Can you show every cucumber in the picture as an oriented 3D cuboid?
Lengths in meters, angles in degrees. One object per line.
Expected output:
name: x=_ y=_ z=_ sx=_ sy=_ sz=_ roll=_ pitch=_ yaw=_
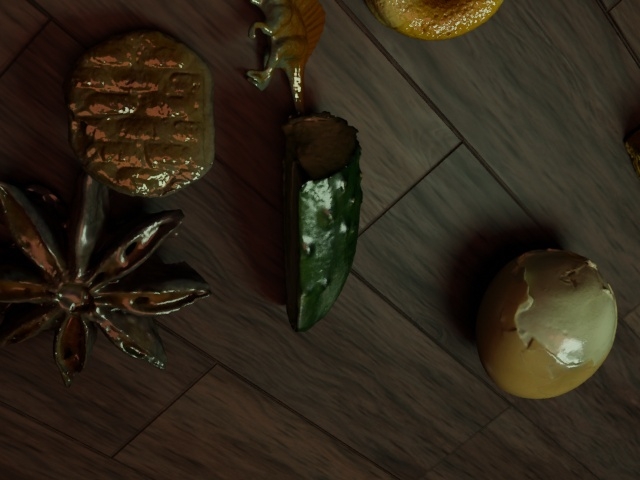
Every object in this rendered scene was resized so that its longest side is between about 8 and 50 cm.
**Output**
cucumber: x=0.002 y=0.001 z=1.013 sx=0.105 sy=0.145 sz=0.326 roll=-6 pitch=131 yaw=-12

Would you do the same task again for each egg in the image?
egg: x=0.335 y=0.136 z=1.155 sx=0.201 sy=0.201 sz=0.245 roll=5 pitch=131 yaw=-18

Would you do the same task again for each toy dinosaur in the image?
toy dinosaur: x=-0.037 y=-0.244 z=0.916 sx=0.142 sy=0.057 sz=0.212 roll=-53 pitch=152 yaw=0

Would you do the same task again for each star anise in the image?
star anise: x=-0.304 y=0.046 z=0.977 sx=0.331 sy=0.118 sz=0.332 roll=-3 pitch=121 yaw=-4

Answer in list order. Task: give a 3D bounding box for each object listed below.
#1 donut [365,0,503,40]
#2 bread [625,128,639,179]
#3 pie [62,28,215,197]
donut: x=0.144 y=-0.319 z=0.895 sx=0.190 sy=0.075 sz=0.174 roll=-5 pitch=122 yaw=-12
bread: x=0.551 y=-0.100 z=1.093 sx=0.143 sy=0.158 sz=0.149 roll=-34 pitch=128 yaw=6
pie: x=-0.209 y=-0.147 z=0.884 sx=0.195 sy=0.046 sz=0.195 roll=-1 pitch=93 yaw=-22
